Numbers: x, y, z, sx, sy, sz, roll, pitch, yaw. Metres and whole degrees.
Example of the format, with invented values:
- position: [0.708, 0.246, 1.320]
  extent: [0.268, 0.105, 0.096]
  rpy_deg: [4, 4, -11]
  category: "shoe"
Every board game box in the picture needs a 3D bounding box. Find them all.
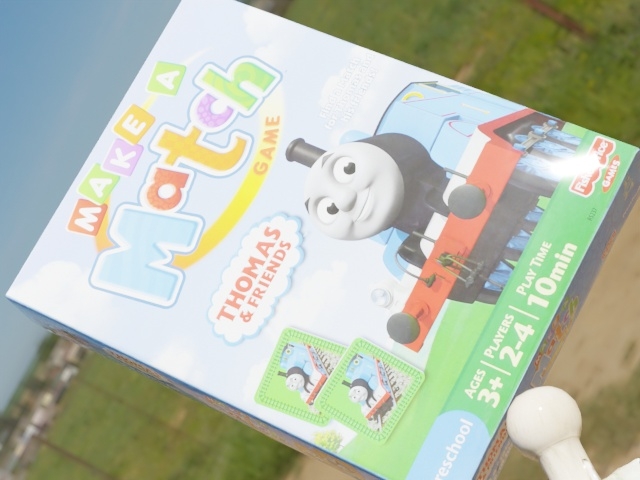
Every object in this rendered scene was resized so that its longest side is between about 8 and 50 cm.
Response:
- position: [0.000, 0.000, 0.655]
  extent: [0.160, 0.211, 0.039]
  rpy_deg: [-61, -25, -14]
  category: "board game box"

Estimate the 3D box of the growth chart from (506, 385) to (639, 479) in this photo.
- position: [0.177, 0.066, 0.316]
  extent: [0.237, 0.172, 0.021]
  rpy_deg: [-22, -16, 2]
  category: "growth chart"
